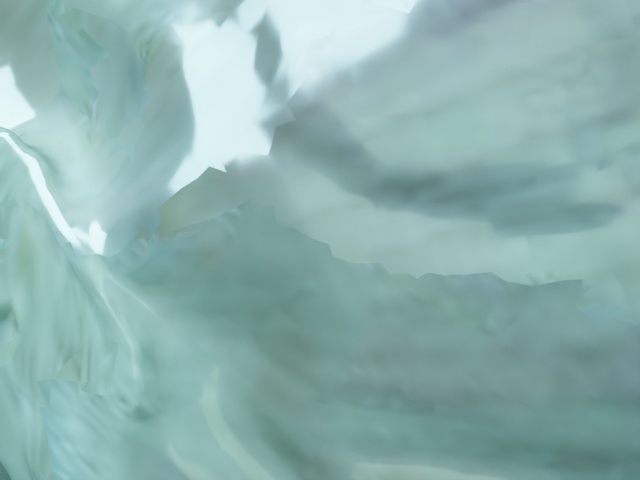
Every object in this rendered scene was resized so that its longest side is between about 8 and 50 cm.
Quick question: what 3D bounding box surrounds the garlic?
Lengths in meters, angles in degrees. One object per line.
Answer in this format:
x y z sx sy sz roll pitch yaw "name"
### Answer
0.000 0.000 0.456 0.317 0.259 0.317 3 97 27 "garlic"
